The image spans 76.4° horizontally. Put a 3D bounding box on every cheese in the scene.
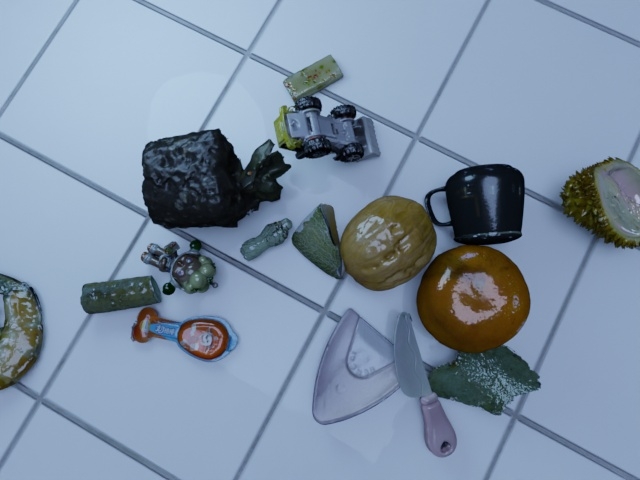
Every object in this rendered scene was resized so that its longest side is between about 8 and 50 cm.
[{"bbox_3d":[-0.322,0.221,0.964,0.256,0.037,0.106,11,81,2],"label":"cheese"}]

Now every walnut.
[{"bbox_3d":[0.146,0.007,0.909,0.221,0.195,0.195,-38,83,-1],"label":"walnut"}]

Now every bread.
[{"bbox_3d":[-0.019,-0.420,1.057,0.153,0.028,0.068,-30,80,-5],"label":"bread"}]

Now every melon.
[{"bbox_3d":[-0.005,0.002,0.978,0.139,0.093,0.202,-4,112,26],"label":"melon"}]

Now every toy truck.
[{"bbox_3d":[0.020,-0.248,0.958,0.286,0.111,0.136,-3,79,-44],"label":"toy truck"}]

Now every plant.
[{"bbox_3d":[-0.222,-0.132,0.926,0.312,0.215,0.213,0,85,-2],"label":"plant"}]

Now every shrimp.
[{"bbox_3d":[-0.862,0.169,0.963,0.445,0.085,0.272,32,78,3],"label":"shrimp"}]

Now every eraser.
[{"bbox_3d":[0.068,0.310,0.932,0.204,0.059,0.243,41,81,6],"label":"eraser"}]

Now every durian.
[{"bbox_3d":[0.672,-0.083,0.945,0.249,0.138,0.183,36,54,-3],"label":"durian"}]

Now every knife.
[{"bbox_3d":[0.218,0.324,0.910,0.081,0.043,0.336,-21,91,-11],"label":"knife"}]

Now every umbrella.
[{"bbox_3d":[-0.129,-0.005,0.982,0.143,0.067,0.062,-35,53,2],"label":"umbrella"}]

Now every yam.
[{"bbox_3d":[-0.468,0.126,0.962,0.179,0.078,0.078,-10,82,0],"label":"yam"}]

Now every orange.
[{"bbox_3d":[0.329,0.127,0.898,0.240,0.171,0.240,-1,75,5],"label":"orange"}]

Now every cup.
[{"bbox_3d":[0.356,-0.075,0.947,0.223,0.169,0.176,-6,89,35],"label":"cup"}]

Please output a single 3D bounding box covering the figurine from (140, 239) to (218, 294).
[{"bbox_3d":[-0.333,0.060,0.959,0.197,0.093,0.147,24,69,5],"label":"figurine"}]

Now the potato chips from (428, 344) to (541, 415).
[{"bbox_3d":[0.362,0.312,0.925,0.228,0.059,0.167,-30,77,-4],"label":"potato chips"}]
